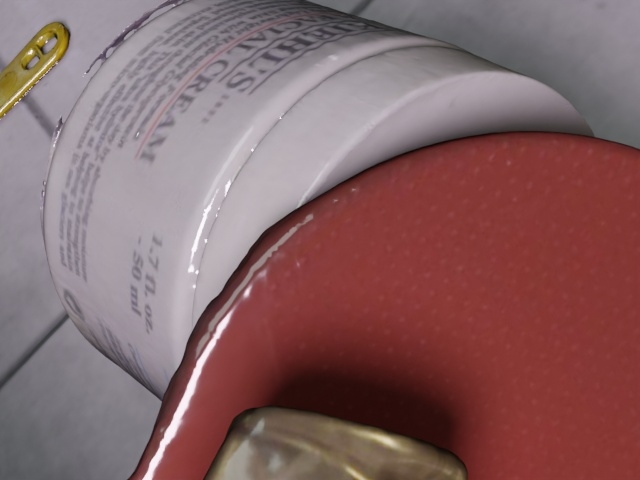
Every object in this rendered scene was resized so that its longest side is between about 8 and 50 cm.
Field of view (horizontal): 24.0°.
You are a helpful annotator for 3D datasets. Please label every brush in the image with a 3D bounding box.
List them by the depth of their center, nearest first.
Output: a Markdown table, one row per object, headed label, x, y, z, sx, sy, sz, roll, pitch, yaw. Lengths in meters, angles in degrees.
| label | x | y | z | sx | sy | sz | roll | pitch | yaw |
| --- | --- | --- | --- | --- | --- | --- | --- | --- | --- |
| brush | -0.231 | -0.052 | 0.921 | 0.218 | 0.010 | 0.082 | -45 | 44 | 3 |

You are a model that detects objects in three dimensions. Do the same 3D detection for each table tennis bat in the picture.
| label | x | y | z | sx | sy | sz | roll | pitch | yaw |
| --- | --- | --- | --- | --- | --- | --- | --- | --- | --- |
| table tennis bat | 0.021 | 0.075 | 0.478 | 0.310 | 0.200 | 0.038 | -14 | 10 | -11 |

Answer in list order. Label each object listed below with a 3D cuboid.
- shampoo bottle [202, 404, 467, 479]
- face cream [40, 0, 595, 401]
| label | x | y | z | sx | sy | sz | roll | pitch | yaw |
| --- | --- | --- | --- | --- | --- | --- | --- | --- | --- |
| shampoo bottle | -0.034 | 0.218 | 0.391 | 0.084 | 0.126 | 0.350 | 130 | 157 | -78 |
| face cream | 0.000 | 0.000 | 0.589 | 0.153 | 0.177 | 0.177 | 28 | 80 | 45 |
